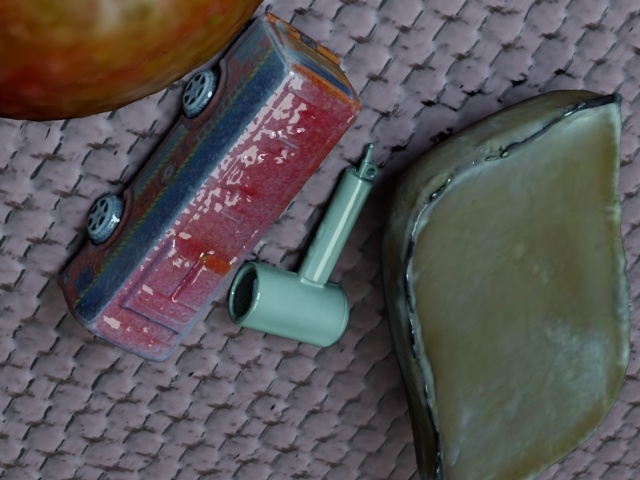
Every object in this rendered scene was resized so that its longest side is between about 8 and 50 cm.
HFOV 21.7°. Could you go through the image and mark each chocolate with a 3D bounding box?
[{"bbox_3d":[0.096,0.030,0.958,0.161,0.083,0.261,-27,132,-24],"label":"chocolate"}]

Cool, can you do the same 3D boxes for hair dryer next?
[{"bbox_3d":[0.000,0.000,0.932,0.063,0.038,0.124,15,111,-29],"label":"hair dryer"}]

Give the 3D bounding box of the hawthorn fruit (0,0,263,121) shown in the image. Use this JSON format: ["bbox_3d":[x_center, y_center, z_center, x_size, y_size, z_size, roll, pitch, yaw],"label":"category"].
[{"bbox_3d":[-0.115,-0.193,0.612,0.311,0.295,0.295,-30,133,-30],"label":"hawthorn fruit"}]

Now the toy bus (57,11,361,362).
[{"bbox_3d":[-0.060,-0.023,0.863,0.065,0.077,0.192,28,109,-31],"label":"toy bus"}]
